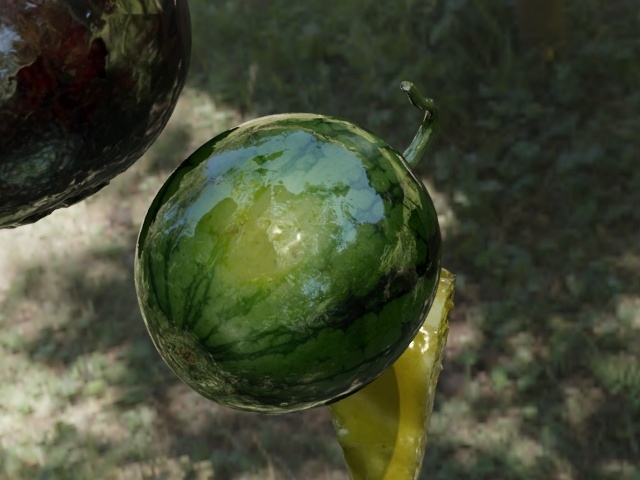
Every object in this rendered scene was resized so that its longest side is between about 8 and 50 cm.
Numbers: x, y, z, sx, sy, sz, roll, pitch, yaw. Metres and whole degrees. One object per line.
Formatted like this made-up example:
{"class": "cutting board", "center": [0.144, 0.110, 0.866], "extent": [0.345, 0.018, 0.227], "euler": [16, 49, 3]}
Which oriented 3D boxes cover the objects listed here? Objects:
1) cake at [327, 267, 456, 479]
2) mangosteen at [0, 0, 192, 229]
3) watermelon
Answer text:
{"class": "cake", "center": [0.018, 0.100, 0.918], "extent": [0.116, 0.185, 0.080], "euler": [16, 18, 6]}
{"class": "mangosteen", "center": [-0.238, -0.146, 1.003], "extent": [0.300, 0.300, 0.300], "euler": [-5, 34, 4]}
{"class": "watermelon", "center": [0.000, 0.000, 0.723], "extent": [0.187, 0.140, 0.141], "euler": [-38, 44, -28]}
